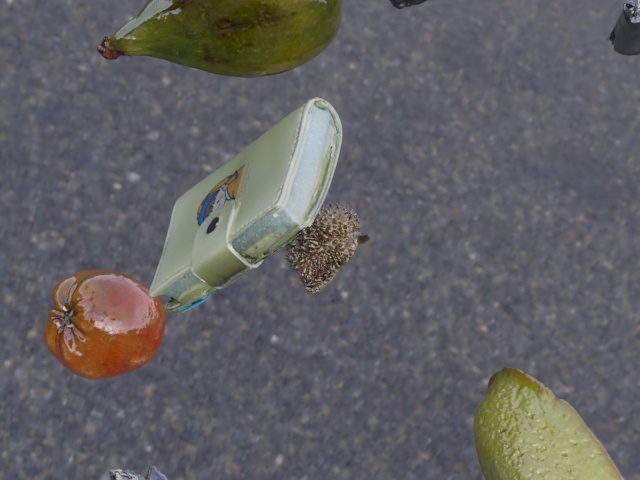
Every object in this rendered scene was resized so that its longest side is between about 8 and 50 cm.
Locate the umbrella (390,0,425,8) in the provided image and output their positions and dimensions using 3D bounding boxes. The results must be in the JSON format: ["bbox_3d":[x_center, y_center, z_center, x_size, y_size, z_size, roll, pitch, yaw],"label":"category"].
[{"bbox_3d":[0.036,-0.372,1.191,0.090,0.094,0.326,4,60,-60],"label":"umbrella"}]

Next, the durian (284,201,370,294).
[{"bbox_3d":[-0.001,0.002,1.424,0.071,0.140,0.110,17,69,-31],"label":"durian"}]

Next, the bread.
[{"bbox_3d":[0.136,0.176,0.801,0.065,0.149,0.187,-14,51,-21],"label":"bread"}]

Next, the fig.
[{"bbox_3d":[-0.076,-0.196,0.953,0.185,0.133,0.126,-1,57,5],"label":"fig"}]

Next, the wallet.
[{"bbox_3d":[-0.051,-0.018,0.832,0.039,0.155,0.110,35,46,-23],"label":"wallet"}]

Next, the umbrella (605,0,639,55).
[{"bbox_3d":[0.276,-0.186,1.077,0.036,0.031,0.133,40,2,8],"label":"umbrella"}]

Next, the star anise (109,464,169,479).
[{"bbox_3d":[-0.231,0.432,1.805,0.129,0.283,0.212,-35,51,-24],"label":"star anise"}]

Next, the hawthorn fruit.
[{"bbox_3d":[-0.330,0.126,1.902,0.189,0.189,0.189,16,41,-14],"label":"hawthorn fruit"}]
